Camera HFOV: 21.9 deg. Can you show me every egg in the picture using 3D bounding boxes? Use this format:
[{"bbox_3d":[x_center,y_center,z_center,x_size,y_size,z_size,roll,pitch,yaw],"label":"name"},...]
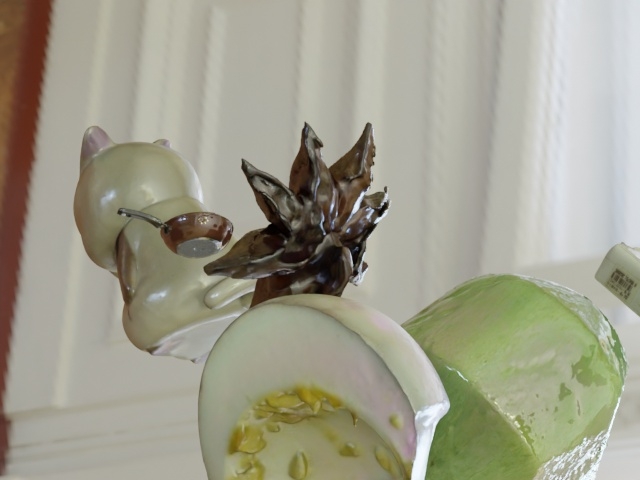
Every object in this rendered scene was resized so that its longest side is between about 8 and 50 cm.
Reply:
[{"bbox_3d":[0.020,0.144,1.507,0.162,0.271,0.206,-11,73,-49],"label":"egg"}]

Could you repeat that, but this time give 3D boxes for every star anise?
[{"bbox_3d":[0.000,0.000,1.754,0.272,0.102,0.272,-27,131,-36],"label":"star anise"}]

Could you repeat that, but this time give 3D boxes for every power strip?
[{"bbox_3d":[0.452,0.103,1.992,0.098,0.338,0.058,21,106,-35],"label":"power strip"}]

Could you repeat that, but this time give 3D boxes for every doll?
[{"bbox_3d":[-0.223,0.019,2.384,0.215,0.226,0.370,3,38,-49],"label":"doll"}]

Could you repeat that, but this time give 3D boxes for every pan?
[{"bbox_3d":[-0.134,-0.007,1.521,0.115,0.068,0.023,13,57,-29],"label":"pan"}]

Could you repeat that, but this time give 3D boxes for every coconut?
[{"bbox_3d":[0.185,0.196,1.859,0.281,0.328,0.328,54,35,2],"label":"coconut"}]
